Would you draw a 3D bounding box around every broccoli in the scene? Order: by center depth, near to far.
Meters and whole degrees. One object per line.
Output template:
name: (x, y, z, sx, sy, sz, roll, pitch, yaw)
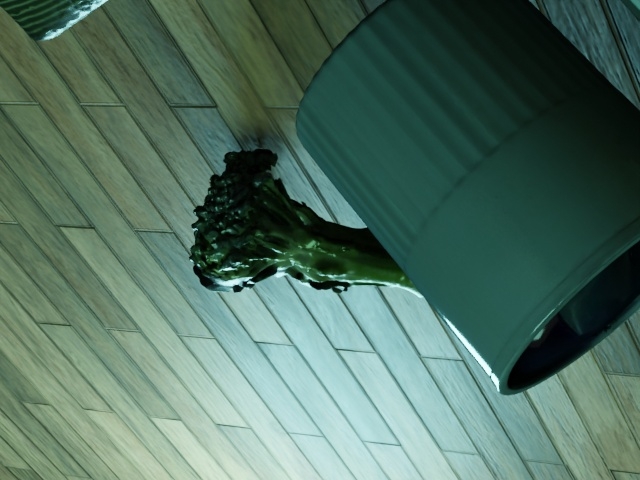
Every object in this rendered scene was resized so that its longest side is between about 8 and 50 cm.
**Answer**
broccoli: (0.002, 0.001, 2.101, 0.304, 0.165, 0.145, 17, 146, -19)

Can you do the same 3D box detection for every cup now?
cup: (0.168, -0.081, 1.623, 0.311, 0.257, 0.331, 49, 147, 18)

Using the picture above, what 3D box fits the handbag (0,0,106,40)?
handbag: (-0.204, -0.354, 1.525, 0.341, 0.247, 0.240, -25, 130, 38)
